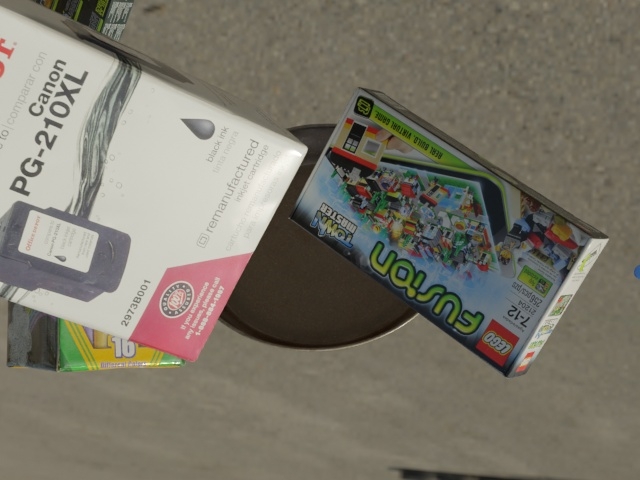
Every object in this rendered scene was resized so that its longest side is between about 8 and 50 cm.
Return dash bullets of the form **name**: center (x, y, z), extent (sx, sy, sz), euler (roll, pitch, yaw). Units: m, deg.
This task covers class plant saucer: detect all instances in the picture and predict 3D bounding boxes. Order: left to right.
- **plant saucer**: center (0.000, 0.000, 1.361), extent (0.310, 0.311, 0.050), euler (4, 146, 7)

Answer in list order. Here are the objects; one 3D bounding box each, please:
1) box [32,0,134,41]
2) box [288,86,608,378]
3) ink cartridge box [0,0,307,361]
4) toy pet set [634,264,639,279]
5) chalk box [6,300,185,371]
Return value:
- **box**: center (-0.333, -0.326, 1.664), extent (0.045, 0.191, 0.184), euler (-10, -137, -48)
- **box**: center (0.084, -0.009, 0.856), extent (0.207, 0.114, 0.036), euler (36, -163, 26)
- **ink cartridge box**: center (-0.157, -0.044, 0.796), extent (0.237, 0.172, 0.100), euler (23, -169, -31)
- **toy pet set**: center (0.386, 0.069, 1.243), extent (0.114, 0.122, 0.065), euler (-13, -177, 10)
- **chalk box**: center (-0.215, 0.015, 1.160), extent (0.132, 0.213, 0.132), euler (3, 175, -34)
